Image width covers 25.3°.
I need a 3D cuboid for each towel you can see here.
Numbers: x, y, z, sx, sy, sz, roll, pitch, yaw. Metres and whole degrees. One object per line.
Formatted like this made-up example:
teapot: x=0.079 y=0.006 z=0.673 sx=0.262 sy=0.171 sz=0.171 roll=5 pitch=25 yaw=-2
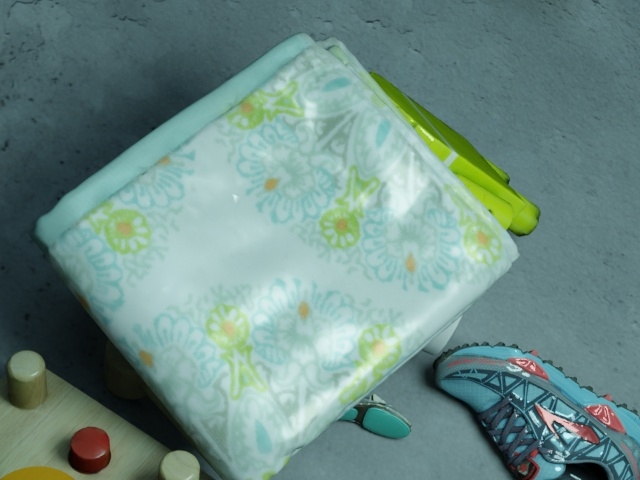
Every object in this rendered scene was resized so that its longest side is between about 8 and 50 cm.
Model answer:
towel: x=-0.034 y=0.005 z=1.355 sx=0.374 sy=0.090 sz=0.320 roll=-38 pitch=82 yaw=-23

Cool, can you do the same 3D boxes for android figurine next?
android figurine: x=0.127 y=-0.098 z=1.599 sx=0.273 sy=0.056 sz=0.248 roll=29 pitch=16 yaw=-35

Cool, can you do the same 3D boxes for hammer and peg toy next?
hammer and peg toy: x=-0.219 y=0.220 z=1.311 sx=0.266 sy=0.127 sz=0.361 roll=31 pitch=51 yaw=19

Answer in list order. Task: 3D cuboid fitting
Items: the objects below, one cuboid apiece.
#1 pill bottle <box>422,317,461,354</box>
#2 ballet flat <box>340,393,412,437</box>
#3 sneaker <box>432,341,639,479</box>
pill bottle: x=0.000 y=0.000 z=1.513 sx=0.323 sy=0.181 sz=0.181 roll=24 pitch=57 yaw=-5
ballet flat: x=0.044 y=0.177 z=1.516 sx=0.114 sy=0.041 sz=0.041 roll=16 pitch=58 yaw=-10
sneaker: x=0.234 y=0.203 z=1.526 sx=0.262 sy=0.104 sz=0.125 roll=26 pitch=59 yaw=-3
